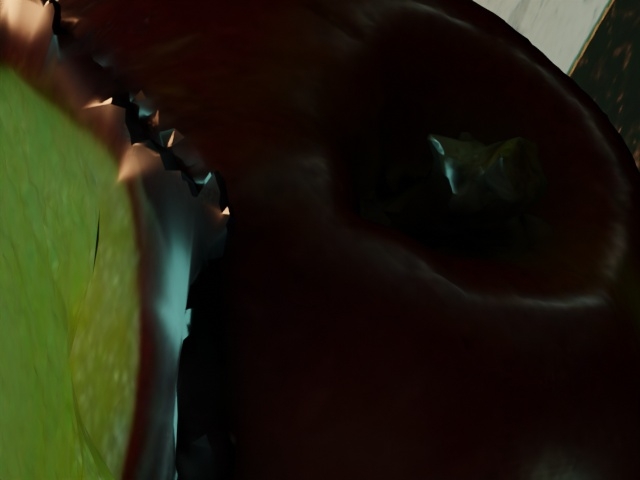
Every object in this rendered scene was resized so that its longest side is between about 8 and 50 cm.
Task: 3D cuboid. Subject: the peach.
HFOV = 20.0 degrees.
[{"bbox_3d":[-0.014,0.075,0.561,0.362,0.201,0.258,114,145,-41],"label":"peach"}]
